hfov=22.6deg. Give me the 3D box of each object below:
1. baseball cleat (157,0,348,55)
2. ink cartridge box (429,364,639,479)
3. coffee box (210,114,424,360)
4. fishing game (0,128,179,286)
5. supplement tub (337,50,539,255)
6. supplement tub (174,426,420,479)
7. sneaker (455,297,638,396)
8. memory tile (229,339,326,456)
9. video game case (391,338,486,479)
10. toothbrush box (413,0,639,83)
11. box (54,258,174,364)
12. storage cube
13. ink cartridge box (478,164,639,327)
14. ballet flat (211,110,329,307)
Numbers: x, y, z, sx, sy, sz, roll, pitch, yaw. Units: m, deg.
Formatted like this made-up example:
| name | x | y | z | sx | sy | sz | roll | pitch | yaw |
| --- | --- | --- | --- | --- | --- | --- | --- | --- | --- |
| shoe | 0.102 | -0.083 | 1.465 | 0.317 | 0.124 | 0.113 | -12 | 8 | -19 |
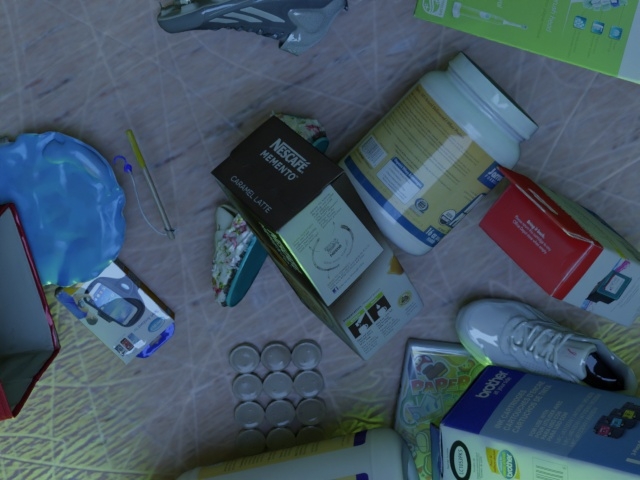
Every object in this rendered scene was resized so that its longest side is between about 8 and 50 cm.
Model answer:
| name | x | y | z | sx | sy | sz | roll | pitch | yaw |
| --- | --- | --- | --- | --- | --- | --- | --- | --- | --- |
| baseball cleat | -0.071 | -0.241 | 1.753 | 0.206 | 0.072 | 0.109 | -17 | 116 | 5 |
| ink cartridge box | 0.286 | 0.309 | 1.814 | 0.395 | 0.151 | 0.270 | 10 | 120 | 27 |
| coffee box | 0.000 | 0.000 | 1.743 | 0.098 | 0.141 | 0.246 | -42 | 137 | -8 |
| fishing game | -0.308 | -0.037 | 1.816 | 0.264 | 0.041 | 0.189 | -22 | 106 | 13 |
| supplement tub | 0.129 | -0.097 | 1.778 | 0.144 | 0.144 | 0.200 | 41 | 101 | -16 |
| supplement tub | -0.043 | 0.363 | 1.859 | 0.331 | 0.241 | 0.241 | -13 | 109 | 8 |
| sneaker | 0.272 | 0.125 | 1.864 | 0.232 | 0.115 | 0.090 | 22 | 79 | -4 |
| memory tile | -0.050 | 0.190 | 1.930 | 0.113 | 0.012 | 0.148 | -4 | 108 | -3 |
| video game case | 0.201 | 0.229 | 1.956 | 0.227 | 0.026 | 0.206 | 6 | 108 | -6 |
| toothbrush box | 0.269 | -0.254 | 1.648 | 0.283 | 0.206 | 0.122 | 21 | 109 | 21 |
| box | -0.234 | 0.081 | 1.871 | 0.081 | 0.028 | 0.136 | -42 | 105 | 9 |
| storage cube | -0.424 | 0.087 | 1.759 | 0.193 | 0.184 | 0.215 | -11 | 110 | 13 |
| ink cartridge box | 0.270 | 0.008 | 1.773 | 0.231 | 0.134 | 0.078 | 21 | 111 | -49 |
| ballet flat | -0.073 | -0.041 | 1.826 | 0.077 | 0.091 | 0.241 | 33 | 100 | 17 |
